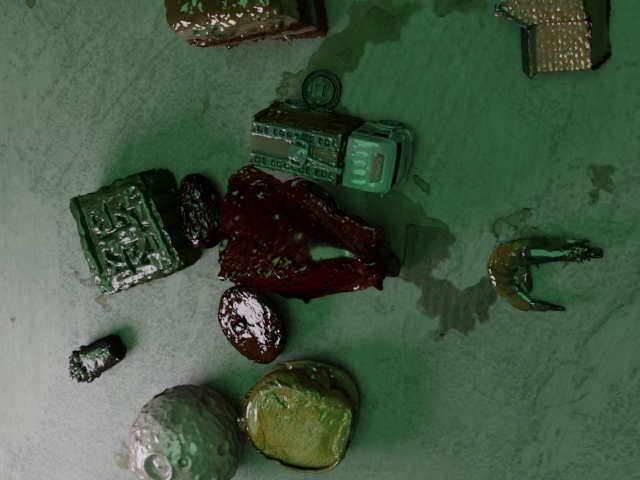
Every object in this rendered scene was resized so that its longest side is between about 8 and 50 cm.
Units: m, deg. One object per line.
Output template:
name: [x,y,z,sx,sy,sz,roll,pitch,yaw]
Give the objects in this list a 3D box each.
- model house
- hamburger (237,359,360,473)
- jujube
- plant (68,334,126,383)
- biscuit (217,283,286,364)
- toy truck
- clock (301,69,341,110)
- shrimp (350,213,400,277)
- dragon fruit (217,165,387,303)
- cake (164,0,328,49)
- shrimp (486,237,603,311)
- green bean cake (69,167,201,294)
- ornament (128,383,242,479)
model house: [0.402,-0.387,1.238,0.172,0.166,0.183,2,116,34]
hamburger: [-0.048,0.381,1.532,0.286,0.146,0.243,-29,95,15]
jujube: [-0.257,-0.064,1.552,0.104,0.104,0.166,-4,90,20]
plant: [-0.543,0.287,1.716,0.143,0.094,0.092,-29,100,17]
biscuit: [-0.151,0.185,1.552,0.192,0.049,0.192,20,127,29]
toy truck: [0.016,-0.179,1.385,0.305,0.162,0.136,14,113,17]
clock: [0.002,-0.306,1.456,0.085,0.017,0.085,3,100,19]
shrimp: [0.091,0.003,1.453,0.190,0.073,0.075,38,105,4]
dragon fruit: [0.001,-0.010,1.410,0.329,0.286,0.228,-6,71,26]
cake: [-0.149,-0.502,1.335,0.255,0.290,0.282,-5,101,22]
shrimp: [0.429,0.065,1.358,0.217,0.051,0.150,-8,100,28]
green bean cake: [-0.424,-0.018,1.602,0.255,0.132,0.241,-17,97,21]
ornament: [-0.304,0.457,1.588,0.259,0.225,0.260,3,99,19]
